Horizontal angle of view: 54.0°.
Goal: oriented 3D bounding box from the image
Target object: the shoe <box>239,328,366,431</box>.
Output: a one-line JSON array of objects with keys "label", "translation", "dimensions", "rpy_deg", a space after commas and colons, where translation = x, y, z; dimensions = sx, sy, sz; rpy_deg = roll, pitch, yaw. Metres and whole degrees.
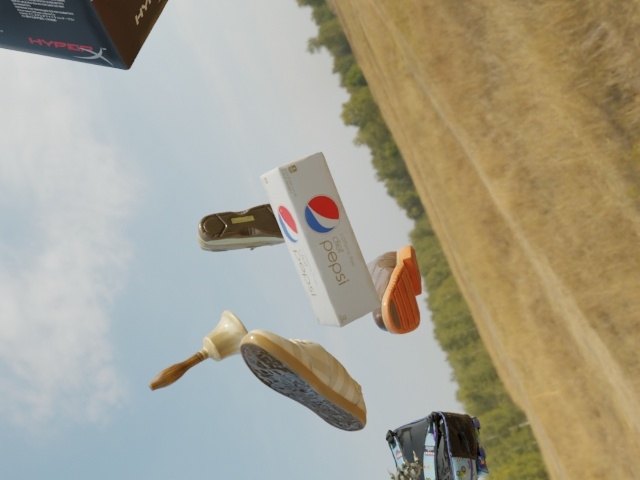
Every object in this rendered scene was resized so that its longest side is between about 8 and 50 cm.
[{"label": "shoe", "translation": [-0.016, 0.162, 0.768], "dimensions": [0.219, 0.076, 0.058], "rpy_deg": [45, -133, -34]}]

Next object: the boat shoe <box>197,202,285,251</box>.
[{"label": "boat shoe", "translation": [-0.106, -0.015, 1.025], "dimensions": [0.072, 0.189, 0.068], "rpy_deg": [108, 154, -54]}]

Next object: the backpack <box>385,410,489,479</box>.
[{"label": "backpack", "translation": [0.202, 0.388, 1.051], "dimensions": [0.116, 0.158, 0.174], "rpy_deg": [12, -125, -30]}]

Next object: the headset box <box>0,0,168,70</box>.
[{"label": "headset box", "translation": [-0.223, -0.241, 0.319], "dimensions": [0.293, 0.217, 0.110], "rpy_deg": [75, -149, -61]}]

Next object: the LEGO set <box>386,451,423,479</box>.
[{"label": "LEGO set", "translation": [0.119, 0.337, 0.871], "dimensions": [0.023, 0.054, 0.083], "rpy_deg": [166, 106, -87]}]

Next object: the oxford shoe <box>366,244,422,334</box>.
[{"label": "oxford shoe", "translation": [0.133, 0.112, 1.306], "dimensions": [0.363, 0.132, 0.130], "rpy_deg": [-44, -60, -73]}]

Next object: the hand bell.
[{"label": "hand bell", "translation": [-0.287, 0.276, 1.455], "dimensions": [0.126, 0.242, 0.126], "rpy_deg": [37, 144, 33]}]

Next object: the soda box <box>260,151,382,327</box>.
[{"label": "soda box", "translation": [0.000, 0.000, 0.813], "dimensions": [0.074, 0.069, 0.216], "rpy_deg": [-9, 104, 66]}]
